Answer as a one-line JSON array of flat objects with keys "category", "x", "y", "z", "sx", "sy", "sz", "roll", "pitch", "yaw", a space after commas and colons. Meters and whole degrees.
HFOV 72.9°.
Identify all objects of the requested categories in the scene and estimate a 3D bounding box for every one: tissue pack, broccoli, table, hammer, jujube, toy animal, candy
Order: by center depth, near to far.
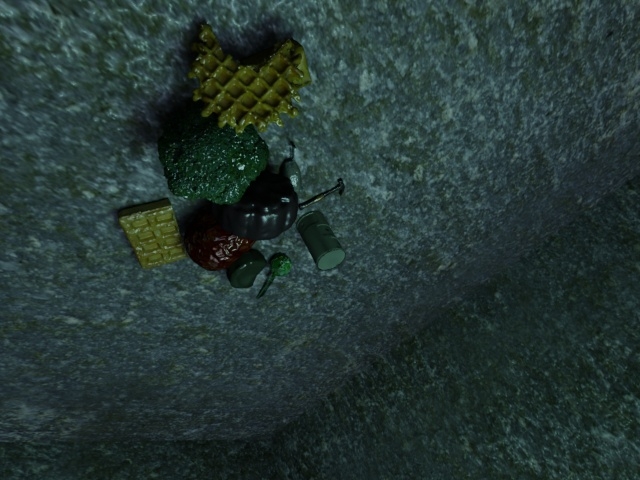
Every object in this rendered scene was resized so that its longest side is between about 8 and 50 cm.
[{"category": "tissue pack", "x": -0.122, "y": -0.470, "z": 1.211, "sx": 0.169, "sy": 0.082, "sz": 0.119, "roll": -25, "pitch": 141, "yaw": -7}, {"category": "broccoli", "x": -0.301, "y": -0.242, "z": 1.221, "sx": 0.308, "sy": 0.307, "sz": 0.275, "roll": -19, "pitch": 171, "yaw": -14}, {"category": "toy animal", "x": -0.095, "y": -0.251, "z": 1.492, "sx": 0.070, "sy": 0.079, "sz": 0.252, "roll": -34, "pitch": 151, "yaw": -32}, {"category": "jujube", "x": -0.352, "y": -0.007, "z": 1.499, "sx": 0.232, "sy": 0.212, "sz": 0.213, "roll": -39, "pitch": 143, "yaw": 14}, {"category": "hammer", "x": 0.006, "y": -0.171, "z": 1.704, "sx": 0.201, "sy": 0.021, "sz": 0.078, "roll": -28, "pitch": 144, "yaw": -2}, {"category": "table", "x": 0.000, "y": 0.000, "z": 1.734, "sx": 0.127, "sy": 0.219, "sz": 0.126, "roll": -18, "pitch": 142, "yaw": -15}, {"category": "candy", "x": -0.221, "y": 0.177, "z": 1.930, "sx": 0.097, "sy": 0.097, "sz": 0.323, "roll": 1, "pitch": 141, "yaw": -34}]

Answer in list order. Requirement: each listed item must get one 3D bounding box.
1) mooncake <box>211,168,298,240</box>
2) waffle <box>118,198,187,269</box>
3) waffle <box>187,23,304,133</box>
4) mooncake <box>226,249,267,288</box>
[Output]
[{"category": "mooncake", "x": -0.210, "y": -0.133, "z": 1.391, "sx": 0.283, "sy": 0.283, "sz": 0.141, "roll": -10, "pitch": 134, "yaw": -25}, {"category": "waffle", "x": -0.563, "y": -0.019, "z": 1.473, "sx": 0.168, "sy": 0.057, "sz": 0.274, "roll": -17, "pitch": 142, "yaw": -15}, {"category": "waffle", "x": -0.186, "y": -0.404, "z": 1.100, "sx": 0.294, "sy": 0.069, "sz": 0.259, "roll": 0, "pitch": 93, "yaw": -13}, {"category": "mooncake", "x": -0.303, "y": 0.114, "z": 1.768, "sx": 0.175, "sy": 0.104, "sz": 0.168, "roll": -32, "pitch": 140, "yaw": -1}]
